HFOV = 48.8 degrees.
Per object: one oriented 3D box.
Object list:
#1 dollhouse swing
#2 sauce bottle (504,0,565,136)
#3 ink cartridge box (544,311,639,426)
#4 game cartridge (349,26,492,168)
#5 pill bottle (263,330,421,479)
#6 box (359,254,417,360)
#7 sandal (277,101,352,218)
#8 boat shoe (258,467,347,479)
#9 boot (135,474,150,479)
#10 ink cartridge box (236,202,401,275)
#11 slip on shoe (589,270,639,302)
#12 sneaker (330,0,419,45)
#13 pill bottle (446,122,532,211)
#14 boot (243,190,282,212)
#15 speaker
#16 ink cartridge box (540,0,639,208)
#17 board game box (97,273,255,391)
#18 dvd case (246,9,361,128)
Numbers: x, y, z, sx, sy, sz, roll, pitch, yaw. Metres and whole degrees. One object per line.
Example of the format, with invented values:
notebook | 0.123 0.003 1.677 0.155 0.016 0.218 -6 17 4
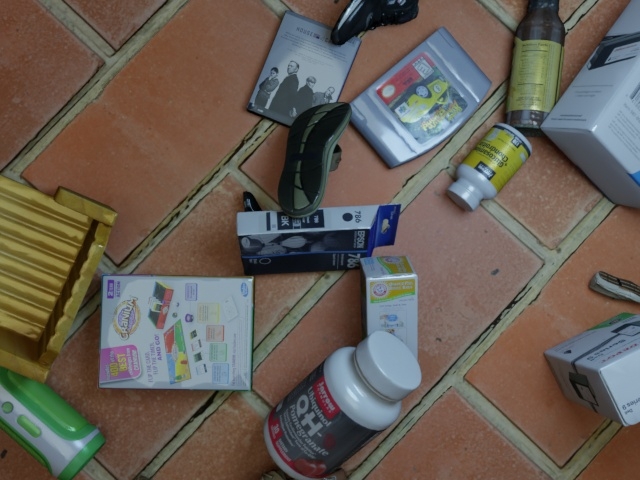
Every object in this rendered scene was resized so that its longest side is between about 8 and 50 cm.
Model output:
dollhouse swing | -0.617 0.037 1.383 0.305 0.315 0.346 25 87 -21
sauce bottle | 0.469 -0.399 1.520 0.112 0.111 0.344 9 86 -2
ink cartridge box | 0.608 0.245 1.402 0.211 0.289 0.121 -26 89 -3
game cartridge | 0.219 -0.302 1.536 0.294 0.060 0.196 -41 93 -3
pill bottle | 0.044 0.319 1.371 0.176 0.176 0.318 43 118 0
box | 0.139 0.143 1.447 0.103 0.114 0.203 -4 111 -2
sandal | -0.012 -0.165 1.449 0.120 0.086 0.302 4 60 25
boat shoe | -0.094 0.530 1.457 0.325 0.123 0.116 -3 84 -11
boot | -0.391 0.650 1.452 0.220 0.109 0.283 -25 96 1
ink cartridge box | 0.000 0.000 1.454 0.333 0.165 0.065 -5 57 -2
slip on shoe | 0.652 0.111 1.537 0.136 0.051 0.041 21 126 -9
sneaker | 0.145 -0.503 1.507 0.124 0.107 0.283 42 79 -6
pill bottle | 0.356 -0.153 1.506 0.103 0.103 0.184 41 86 0
boot | -0.111 -0.053 1.514 0.099 0.045 0.121 -10 95 0
speaker | -0.585 0.353 1.436 0.296 0.131 0.131 41 87 1
ink cartridge box | 0.692 -0.298 1.451 0.285 0.166 0.394 38 86 -24
board game box | -0.299 0.191 1.486 0.317 0.064 0.242 2 87 -2
dvd case | -0.035 -0.361 1.540 0.179 0.029 0.238 22 86 -1
